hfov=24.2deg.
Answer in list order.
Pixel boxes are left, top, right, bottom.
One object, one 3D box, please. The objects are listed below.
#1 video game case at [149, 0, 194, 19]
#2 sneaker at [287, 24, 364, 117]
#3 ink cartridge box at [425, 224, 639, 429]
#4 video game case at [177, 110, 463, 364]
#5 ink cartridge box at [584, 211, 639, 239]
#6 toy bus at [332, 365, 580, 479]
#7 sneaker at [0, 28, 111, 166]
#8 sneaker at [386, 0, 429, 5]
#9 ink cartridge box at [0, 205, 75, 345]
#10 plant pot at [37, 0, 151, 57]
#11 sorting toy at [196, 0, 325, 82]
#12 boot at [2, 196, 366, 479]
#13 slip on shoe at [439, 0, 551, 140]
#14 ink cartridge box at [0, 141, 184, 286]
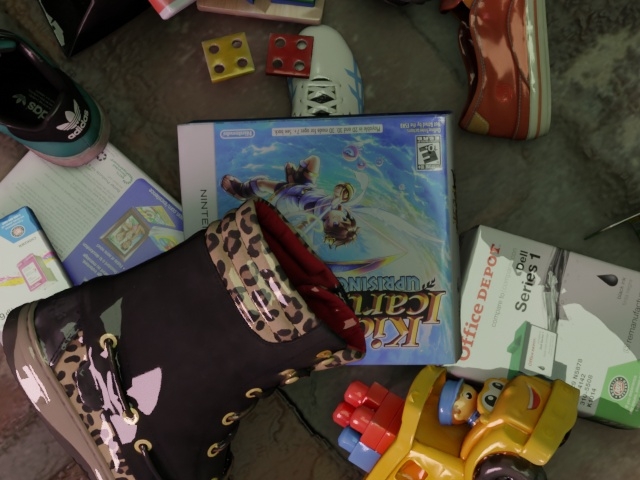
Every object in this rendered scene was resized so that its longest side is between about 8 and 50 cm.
[{"bbox_3d":[-0.163,-0.375,1.436,0.204,0.025,0.285,-40,96,-33],"label":"video game case"},{"bbox_3d":[0.006,-0.111,1.548,0.085,0.086,0.237,-1,84,-4],"label":"sneaker"},{"bbox_3d":[0.235,0.090,1.546,0.220,0.092,0.160,16,83,-4],"label":"ink cartridge box"},{"bbox_3d":[0.000,0.000,1.470,0.270,0.061,0.244,-1,98,11],"label":"video game case"},{"bbox_3d":[0.393,-0.023,1.563,0.209,0.109,0.062,-23,87,-7],"label":"ink cartridge box"},{"bbox_3d":[0.119,0.197,1.469,0.211,0.149,0.220,35,124,5],"label":"toy bus"},{"bbox_3d":[-0.349,-0.179,1.482,0.302,0.121,0.108,26,79,12],"label":"sneaker"},{"bbox_3d":[0.116,-0.304,1.489,0.105,0.296,0.146,9,96,-23],"label":"sneaker"},{"bbox_3d":[-0.297,0.040,1.476,0.089,0.052,0.122,-30,91,-7],"label":"ink cartridge box"},{"bbox_3d":[-0.210,-0.322,1.504,0.167,0.188,0.187,-26,88,-19],"label":"plant pot"},{"bbox_3d":[-0.056,-0.291,1.553,0.132,0.046,0.274,8,72,4],"label":"sorting toy"},{"bbox_3d":[-0.084,0.155,1.415,0.284,0.138,0.377,-30,107,15],"label":"boot"},{"bbox_3d":[0.174,-0.266,1.564,0.101,0.123,0.331,-6,90,-2],"label":"slip on shoe"},{"bbox_3d":[-0.250,0.007,1.532,0.206,0.045,0.208,42,81,-2],"label":"ink cartridge box"}]
